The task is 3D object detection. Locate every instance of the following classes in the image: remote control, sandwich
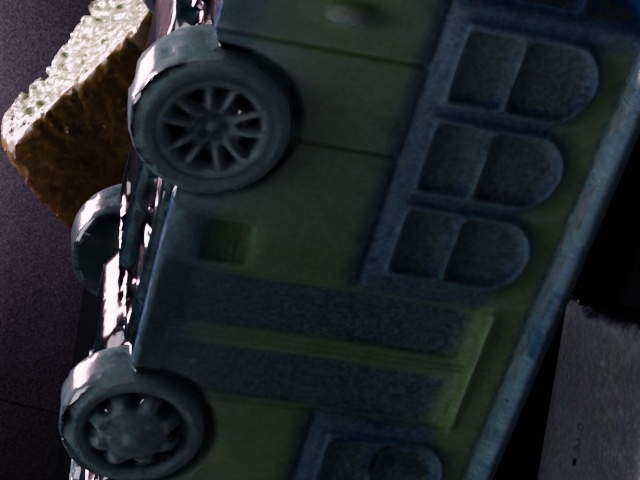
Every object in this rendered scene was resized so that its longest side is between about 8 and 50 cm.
[{"bbox_3d":[0.076,0.209,0.529,0.107,0.044,0.377,-162,81,-73],"label":"remote control"},{"bbox_3d":[-0.079,-0.159,1.069,0.288,0.099,0.254,-42,29,9],"label":"sandwich"}]

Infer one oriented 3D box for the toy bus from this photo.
[{"bbox_3d":[0.000,0.000,0.676,0.152,0.190,0.312,-99,22,-54],"label":"toy bus"}]
